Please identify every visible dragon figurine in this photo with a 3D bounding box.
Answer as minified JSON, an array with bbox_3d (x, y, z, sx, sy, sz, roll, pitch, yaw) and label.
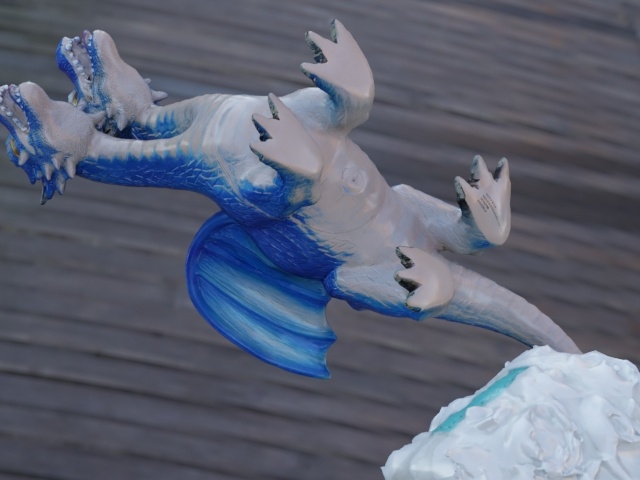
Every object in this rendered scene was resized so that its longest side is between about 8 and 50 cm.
[{"bbox_3d":[0.000,0.000,0.830,0.289,0.144,0.085,39,59,-15],"label":"dragon figurine"}]

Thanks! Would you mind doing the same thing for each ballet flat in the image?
[{"bbox_3d":[0.115,0.243,0.739,0.147,0.409,0.147,-19,-7,-2],"label":"ballet flat"}]
